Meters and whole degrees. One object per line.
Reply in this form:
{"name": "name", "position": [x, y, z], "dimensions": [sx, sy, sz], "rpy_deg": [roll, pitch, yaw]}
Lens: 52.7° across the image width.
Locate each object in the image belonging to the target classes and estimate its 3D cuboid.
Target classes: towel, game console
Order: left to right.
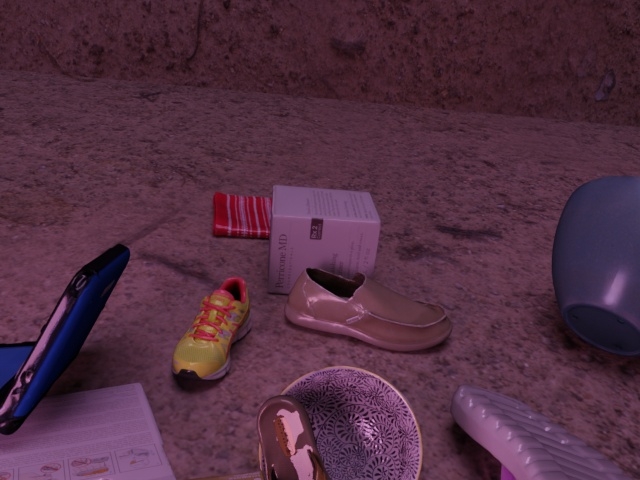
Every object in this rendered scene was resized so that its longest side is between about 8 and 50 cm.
{"name": "game console", "position": [-0.366, 0.095, 0.742], "dimensions": [0.173, 0.250, 0.293], "rpy_deg": [29, 1, -11]}
{"name": "towel", "position": [-0.098, -0.053, 1.403], "dimensions": [0.274, 0.031, 0.199], "rpy_deg": [3, 25, -8]}

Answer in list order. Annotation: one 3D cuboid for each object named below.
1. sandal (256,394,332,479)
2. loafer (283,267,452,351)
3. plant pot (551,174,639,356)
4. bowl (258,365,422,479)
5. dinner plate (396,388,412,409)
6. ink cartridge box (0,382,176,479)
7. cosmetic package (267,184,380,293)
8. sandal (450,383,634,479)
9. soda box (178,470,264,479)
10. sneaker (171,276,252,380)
{"name": "sandal", "position": [-0.018, 0.236, 0.628], "dimensions": [0.072, 0.049, 0.180], "rpy_deg": [-24, 71, -1]}
{"name": "loafer", "position": [0.076, 0.103, 1.012], "dimensions": [0.268, 0.092, 0.102], "rpy_deg": [8, 24, 3]}
{"name": "plant pot", "position": [0.491, 0.067, 1.030], "dimensions": [0.290, 0.290, 0.195], "rpy_deg": [23, 64, 33]}
{"name": "bowl", "position": [0.025, 0.227, 0.698], "dimensions": [0.170, 0.170, 0.080], "rpy_deg": [12, -19, 13]}
{"name": "dinner plate", "position": [0.053, 0.214, 0.851], "dimensions": [0.141, 0.017, 0.141], "rpy_deg": [7, 23, -3]}
{"name": "ink cartridge box", "position": [-0.258, 0.224, 0.650], "dimensions": [0.189, 0.066, 0.232], "rpy_deg": [-4, 18, -24]}
{"name": "cosmetic package", "position": [0.000, 0.000, 1.155], "dimensions": [0.183, 0.151, 0.151], "rpy_deg": [3, 24, -6]}
{"name": "sandal", "position": [0.253, 0.279, 0.667], "dimensions": [0.169, 0.102, 0.416], "rpy_deg": [17, 9, -11]}
{"name": "soda box", "position": [-0.141, 0.271, 0.615], "dimensions": [0.181, 0.061, 0.058], "rpy_deg": [-1, 25, -16]}
{"name": "sneaker", "position": [-0.153, 0.119, 0.918], "dimensions": [0.081, 0.094, 0.208], "rpy_deg": [11, 25, 6]}
